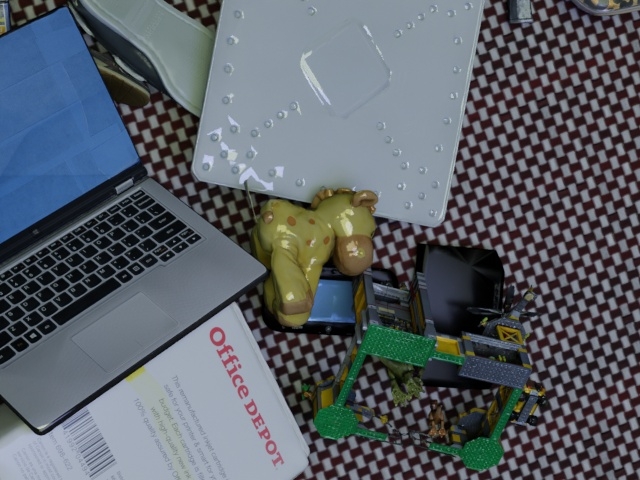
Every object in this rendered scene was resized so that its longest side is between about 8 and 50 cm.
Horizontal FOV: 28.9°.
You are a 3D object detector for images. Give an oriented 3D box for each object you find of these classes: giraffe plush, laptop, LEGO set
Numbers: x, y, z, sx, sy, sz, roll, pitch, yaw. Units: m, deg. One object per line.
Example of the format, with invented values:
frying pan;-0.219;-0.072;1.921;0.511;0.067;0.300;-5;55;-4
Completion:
giraffe plush;0.000;0.000;1.711;0.170;0.181;0.210;-14;102;-12
laptop;-0.338;-0.042;1.574;0.408;0.236;0.382;37;55;28
LEGO set;0.143;0.166;1.764;0.331;0.192;0.255;7;121;-7

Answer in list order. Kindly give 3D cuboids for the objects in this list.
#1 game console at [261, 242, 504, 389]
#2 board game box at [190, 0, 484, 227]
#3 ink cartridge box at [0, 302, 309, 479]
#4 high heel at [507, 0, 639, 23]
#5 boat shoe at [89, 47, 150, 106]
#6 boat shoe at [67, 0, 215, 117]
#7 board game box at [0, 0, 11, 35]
game console;0.092;0.107;1.833;0.361;0.044;0.213;4;91;-9
board game box;0.029;-0.243;1.773;0.389;0.050;0.390;11;90;-21
ink cartridge box;-0.242;0.281;1.645;0.384;0.160;0.279;-32;105;-30
high heel;0.398;-0.426;1.841;0.261;0.093;0.186;-5;99;-1
boat shoe;-0.305;-0.241;1.751;0.152;0.056;0.049;27;54;-14
boat shoe;-0.228;-0.274;1.745;0.302;0.091;0.114;47;68;-18
board game box;-0.524;-0.256;1.705;0.201;0.035;0.136;-4;108;-10
